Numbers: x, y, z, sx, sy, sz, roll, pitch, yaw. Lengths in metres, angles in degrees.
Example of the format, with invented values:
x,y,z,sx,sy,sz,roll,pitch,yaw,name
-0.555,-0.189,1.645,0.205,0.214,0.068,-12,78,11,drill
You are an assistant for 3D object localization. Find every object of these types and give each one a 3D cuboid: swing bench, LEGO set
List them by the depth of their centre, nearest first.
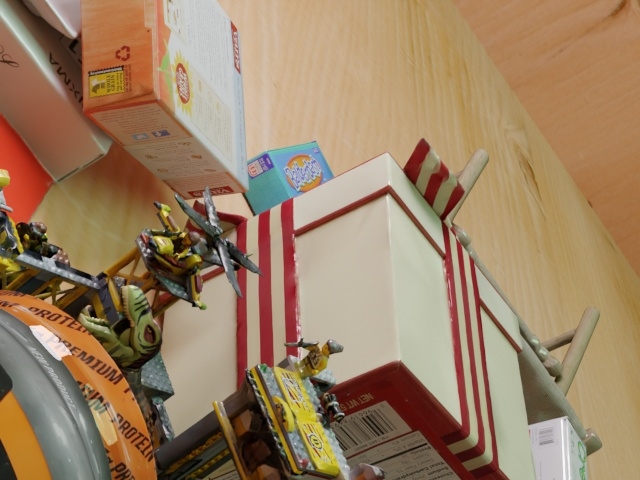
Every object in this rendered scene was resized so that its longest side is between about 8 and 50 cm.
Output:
x,y,z,sx,sy,sz,roll,pitch,yaw,name
-0.103,0.073,0.798,0.255,0.192,0.331,34,26,-46,LEGO set
0.160,0.085,1.385,0.253,0.165,0.255,54,26,-19,swing bench

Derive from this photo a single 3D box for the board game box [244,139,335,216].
x,y,z,sx,sy,sz,roll,pitch,yaw,name
0.000,0.000,1.414,0.210,0.047,0.160,63,20,2,board game box

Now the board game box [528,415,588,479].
x,y,z,sx,sy,sz,roll,pitch,yaw,name
0.120,0.292,1.054,0.053,0.193,0.305,54,29,-35,board game box

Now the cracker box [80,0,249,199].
x,y,z,sx,sy,sz,roll,pitch,yaw,name
-0.124,-0.141,1.091,0.232,0.067,0.156,47,37,-69,cracker box

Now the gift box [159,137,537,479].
x,y,z,sx,sy,sz,roll,pitch,yaw,name
0.019,0.087,1.051,0.276,0.255,0.258,55,22,-36,gift box

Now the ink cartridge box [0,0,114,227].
x,y,z,sx,sy,sz,roll,pitch,yaw,name
-0.258,-0.160,0.982,0.275,0.060,0.239,54,20,-20,ink cartridge box

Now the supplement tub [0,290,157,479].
x,y,z,sx,sy,sz,roll,pitch,yaw,name
-0.211,0.122,0.454,0.316,0.193,0.193,-19,81,-58,supplement tub

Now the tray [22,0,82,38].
x,y,z,sx,sy,sz,roll,pitch,yaw,name
-0.259,-0.277,1.007,0.270,0.030,0.145,54,20,-20,tray
